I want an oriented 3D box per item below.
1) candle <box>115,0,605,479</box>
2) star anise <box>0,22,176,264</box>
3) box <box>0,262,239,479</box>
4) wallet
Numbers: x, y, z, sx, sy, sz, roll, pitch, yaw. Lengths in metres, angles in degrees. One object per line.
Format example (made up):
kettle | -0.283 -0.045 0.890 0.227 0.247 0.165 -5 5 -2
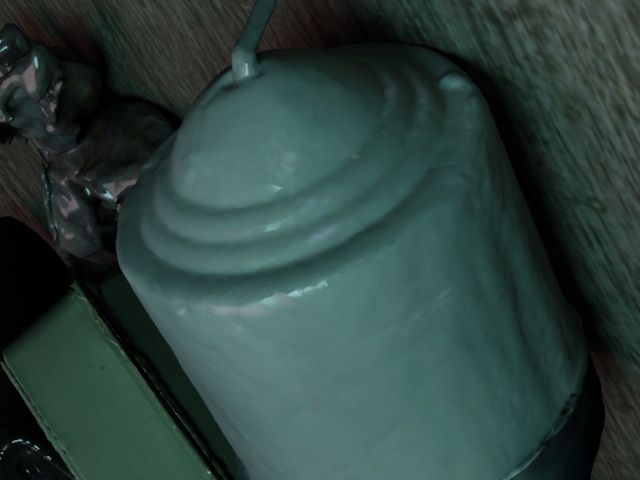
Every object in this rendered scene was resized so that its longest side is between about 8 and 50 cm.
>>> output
candle | 0.017 0.027 0.766 0.221 0.221 0.343 16 145 46
star anise | -0.186 -0.069 1.057 0.198 0.110 0.257 44 162 -3
box | -0.094 0.144 1.085 0.290 0.166 0.220 52 -176 13
wallet | -0.219 0.142 1.271 0.228 0.062 0.406 49 -173 -29
